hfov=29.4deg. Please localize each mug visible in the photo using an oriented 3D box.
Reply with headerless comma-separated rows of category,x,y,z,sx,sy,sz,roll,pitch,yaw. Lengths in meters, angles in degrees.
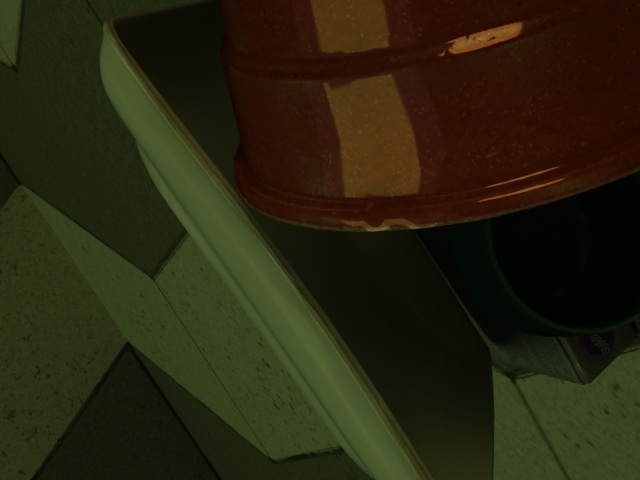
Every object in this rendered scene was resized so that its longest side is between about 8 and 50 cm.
mug,0.156,-0.015,0.784,0.129,0.157,0.097,31,168,-7

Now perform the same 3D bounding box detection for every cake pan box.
cake pan box,0.102,-0.013,0.965,0.267,0.070,0.246,58,161,-15

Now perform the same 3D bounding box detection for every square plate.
square plate,0.000,0.000,0.778,0.344,0.049,0.347,55,-166,-7

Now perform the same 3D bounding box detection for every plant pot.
plant pot,0.047,-0.185,0.548,0.272,0.272,0.265,21,135,56
